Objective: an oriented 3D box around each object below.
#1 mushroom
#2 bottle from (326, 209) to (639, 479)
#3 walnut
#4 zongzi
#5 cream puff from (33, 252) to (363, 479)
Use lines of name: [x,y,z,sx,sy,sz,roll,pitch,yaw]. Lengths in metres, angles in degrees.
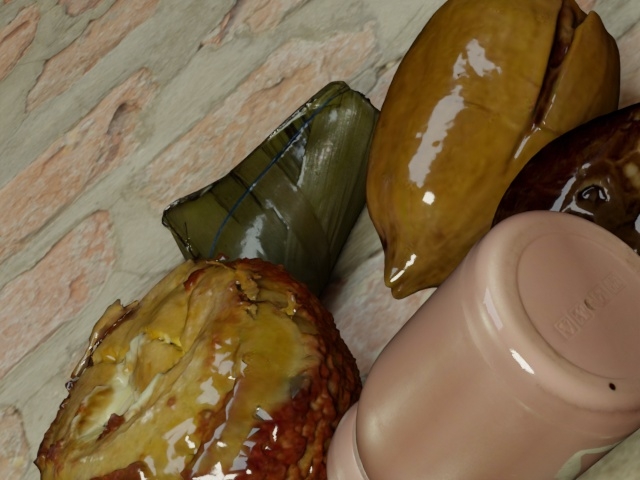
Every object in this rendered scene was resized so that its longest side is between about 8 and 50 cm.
mushroom: [0.259,-0.001,1.456,0.297,0.163,0.278,-29,36,29]
bottle: [0.134,0.132,1.349,0.297,0.206,0.173,-51,23,44]
walnut: [0.145,-0.084,1.640,0.209,0.209,0.336,7,59,50]
zongzi: [0.000,0.000,1.786,0.260,0.123,0.289,-39,43,3]
cream puff: [-0.091,0.183,1.563,0.350,0.228,0.350,-38,25,22]
